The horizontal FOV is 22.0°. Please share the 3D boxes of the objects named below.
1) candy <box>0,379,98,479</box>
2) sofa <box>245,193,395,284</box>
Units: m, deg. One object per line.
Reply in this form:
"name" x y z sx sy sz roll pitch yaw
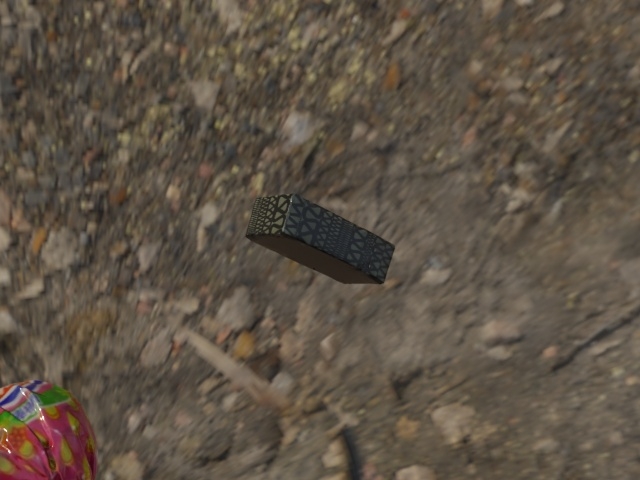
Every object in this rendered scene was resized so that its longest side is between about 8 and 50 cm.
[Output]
"candy" -0.193 0.287 1.422 0.124 0.124 0.365 -29 80 -13
"sofa" 0.000 0.000 1.393 0.118 0.060 0.039 27 70 -33
